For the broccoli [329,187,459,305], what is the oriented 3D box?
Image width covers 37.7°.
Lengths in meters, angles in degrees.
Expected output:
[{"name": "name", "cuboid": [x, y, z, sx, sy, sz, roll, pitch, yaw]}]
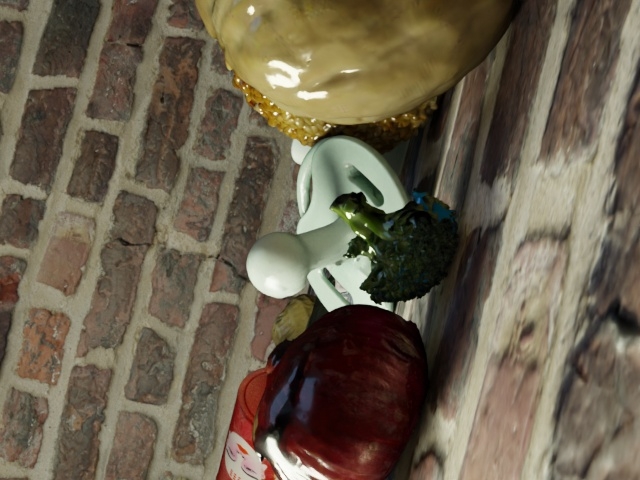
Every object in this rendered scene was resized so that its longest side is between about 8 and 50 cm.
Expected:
[{"name": "broccoli", "cuboid": [0.085, -0.003, 1.117, 0.154, 0.160, 0.167, -45, 4, 22]}]

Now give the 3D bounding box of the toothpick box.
[{"name": "toothpick box", "cuboid": [-0.121, 0.475, 2.172, 0.204, 0.204, 0.333, -81, 5, -52]}]

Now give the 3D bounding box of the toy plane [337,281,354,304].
[{"name": "toy plane", "cuboid": [0.061, 0.059, 1.748, 0.267, 0.088, 0.212, 106, 163, -54]}]

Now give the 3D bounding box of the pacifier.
[{"name": "pacifier", "cuboid": [0.000, 0.000, 1.444, 0.288, 0.269, 0.343, 46, 138, 33]}]

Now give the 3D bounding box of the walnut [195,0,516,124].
[{"name": "walnut", "cuboid": [0.038, -0.315, 1.096, 0.381, 0.381, 0.381, -166, 90, -87]}]

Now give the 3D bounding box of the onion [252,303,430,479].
[{"name": "onion", "cuboid": [0.020, 0.186, 1.092, 0.246, 0.190, 0.246, -58, 3, 5]}]

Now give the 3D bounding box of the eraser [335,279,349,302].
[{"name": "eraser", "cuboid": [0.063, -0.001, 1.866, 0.204, 0.059, 0.243, -88, 9, -46]}]

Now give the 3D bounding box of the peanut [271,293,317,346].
[{"name": "peanut", "cuboid": [-0.056, 0.262, 2.376, 0.325, 0.153, 0.140, -70, -7, -48]}]

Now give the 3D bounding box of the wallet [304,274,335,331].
[{"name": "wallet", "cuboid": [0.029, 0.141, 2.099, 0.317, 0.044, 0.169, 134, 155, -70]}]

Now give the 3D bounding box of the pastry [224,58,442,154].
[{"name": "pastry", "cuboid": [0.028, -0.301, 1.476, 0.409, 0.410, 0.245, 109, -176, -58]}]

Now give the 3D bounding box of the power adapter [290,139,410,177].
[{"name": "power adapter", "cuboid": [0.041, -0.217, 1.783, 0.255, 0.124, 0.187, 20, 98, 42]}]
